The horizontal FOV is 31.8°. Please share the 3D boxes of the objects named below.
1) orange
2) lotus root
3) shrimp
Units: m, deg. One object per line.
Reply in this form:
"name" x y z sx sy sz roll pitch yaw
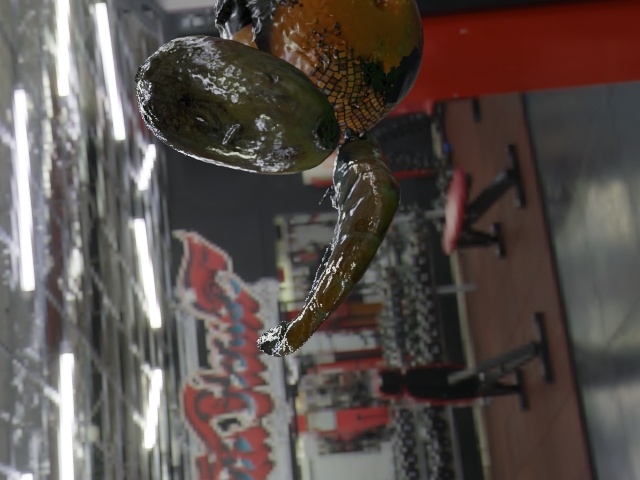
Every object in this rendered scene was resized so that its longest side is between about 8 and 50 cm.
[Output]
"orange" 0.003 -0.222 1.190 0.182 0.234 0.234 -35 51 43
"lotus root" -0.064 -0.091 0.771 0.080 0.179 0.089 -46 -43 -26
"shrimp" 0.000 0.000 0.966 0.198 0.051 0.262 -54 16 20
